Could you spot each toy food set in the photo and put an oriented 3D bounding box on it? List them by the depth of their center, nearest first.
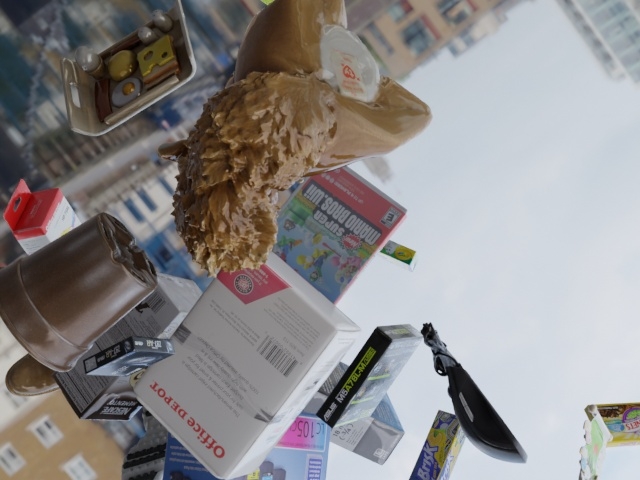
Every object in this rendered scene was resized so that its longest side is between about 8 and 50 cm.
[{"bbox_3d":[-0.404,-0.376,2.153,0.306,0.092,0.220,-29,-127,15],"label":"toy food set"}]

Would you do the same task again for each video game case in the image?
[{"bbox_3d":[0.000,0.000,1.928,0.285,0.204,0.025,-51,160,-4],"label":"video game case"}]

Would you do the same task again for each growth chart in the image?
[{"bbox_3d":[0.504,0.436,1.917,0.021,0.172,0.237,1,-113,30],"label":"growth chart"}]

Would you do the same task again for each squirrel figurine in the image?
[{"bbox_3d":[-0.100,-0.136,1.464,0.370,0.281,0.397,-30,-166,40],"label":"squirrel figurine"}]

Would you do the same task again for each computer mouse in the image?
[{"bbox_3d":[0.231,0.260,1.615,0.060,0.262,0.184,-35,151,0],"label":"computer mouse"}]

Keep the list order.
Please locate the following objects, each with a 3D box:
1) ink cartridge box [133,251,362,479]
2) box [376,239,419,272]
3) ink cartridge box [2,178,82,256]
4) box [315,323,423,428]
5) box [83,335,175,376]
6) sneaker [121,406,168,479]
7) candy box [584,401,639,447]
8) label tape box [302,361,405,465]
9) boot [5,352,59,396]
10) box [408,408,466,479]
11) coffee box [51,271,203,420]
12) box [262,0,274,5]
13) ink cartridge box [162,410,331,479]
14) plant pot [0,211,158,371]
[{"bbox_3d":[-0.110,0.178,1.536,0.283,0.207,0.117,-53,160,9],"label":"ink cartridge box"},{"bbox_3d":[0.142,0.016,2.452,0.043,0.179,0.105,-63,167,-6],"label":"box"},{"bbox_3d":[-0.605,-0.020,2.321,0.078,0.231,0.134,-9,-138,18],"label":"ink cartridge box"},{"bbox_3d":[0.089,0.228,1.768,0.184,0.045,0.190,-55,160,12],"label":"box"},{"bbox_3d":[-0.219,0.133,1.183,0.083,0.018,0.067,-26,157,29],"label":"box"},{"bbox_3d":[-0.304,0.417,2.022,0.110,0.118,0.292,-14,-153,15],"label":"sneaker"},{"bbox_3d":[0.715,0.422,2.383,0.205,0.105,0.027,1,139,-23],"label":"candy box"},{"bbox_3d":[0.006,0.348,2.355,0.106,0.333,0.241,-57,-160,13],"label":"label tape box"},{"bbox_3d":[-0.571,0.274,2.374,0.305,0.112,0.115,-18,179,-21],"label":"boot"},{"bbox_3d":[0.228,0.419,2.005,0.059,0.054,0.169,13,-114,32],"label":"box"},{"bbox_3d":[-0.356,0.211,2.025,0.297,0.119,0.168,-46,156,12],"label":"coffee box"},{"bbox_3d":[-0.112,-0.463,1.737,0.042,0.109,0.178,-44,-150,27],"label":"box"},{"bbox_3d":[-0.132,0.476,1.744,0.151,0.396,0.270,-1,167,40],"label":"ink cartridge box"},{"bbox_3d":[-0.316,0.058,1.364,0.165,0.167,0.167,-36,-172,8],"label":"plant pot"}]
